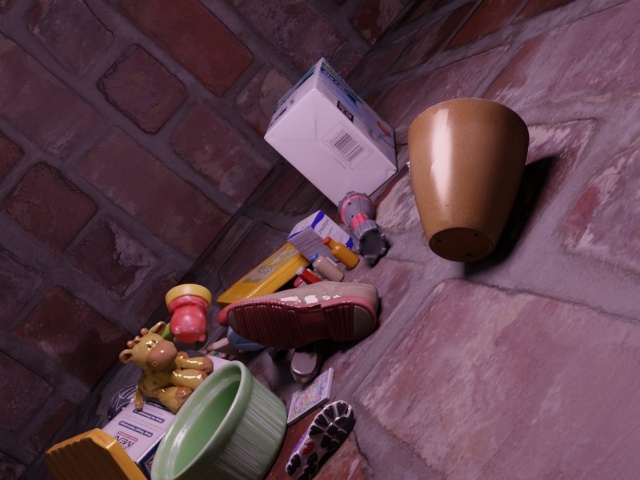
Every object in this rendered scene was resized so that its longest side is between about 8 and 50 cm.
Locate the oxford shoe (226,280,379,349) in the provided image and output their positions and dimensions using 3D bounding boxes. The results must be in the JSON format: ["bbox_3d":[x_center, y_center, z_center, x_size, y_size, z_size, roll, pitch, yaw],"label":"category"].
[{"bbox_3d":[-0.036,0.157,1.456,0.348,0.123,0.130,-2,26,17],"label":"oxford shoe"}]

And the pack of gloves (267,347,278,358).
[{"bbox_3d":[-0.079,0.195,1.608,0.195,0.046,0.232,-54,-6,-12],"label":"pack of gloves"}]

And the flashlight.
[{"bbox_3d":[0.111,-0.047,1.710,0.103,0.103,0.304,-44,16,8],"label":"flashlight"}]

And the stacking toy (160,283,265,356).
[{"bbox_3d":[-0.286,0.267,1.773,0.279,0.309,0.130,-58,31,39],"label":"stacking toy"}]

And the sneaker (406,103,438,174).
[{"bbox_3d":[0.284,-0.241,1.680,0.169,0.108,0.292,-41,20,18],"label":"sneaker"}]

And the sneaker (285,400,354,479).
[{"bbox_3d":[-0.009,0.357,1.198,0.170,0.068,0.071,-50,11,1],"label":"sneaker"}]

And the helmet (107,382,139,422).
[{"bbox_3d":[-0.580,0.530,2.066,0.169,0.161,0.169,-48,7,8],"label":"helmet"}]

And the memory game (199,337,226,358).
[{"bbox_3d":[-0.338,0.354,2.032,0.186,0.012,0.186,-29,13,8],"label":"memory game"}]

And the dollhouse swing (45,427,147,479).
[{"bbox_3d":[-0.453,0.594,1.257,0.347,0.305,0.315,-28,23,42],"label":"dollhouse swing"}]

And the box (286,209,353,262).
[{"bbox_3d":[0.000,0.000,1.820,0.126,0.137,0.072,-28,26,50],"label":"box"}]

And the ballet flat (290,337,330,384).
[{"bbox_3d":[-0.013,0.228,1.496,0.249,0.084,0.058,-70,-17,-49],"label":"ballet flat"}]

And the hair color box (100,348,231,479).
[{"bbox_3d":[-0.367,0.430,1.620,0.174,0.105,0.347,8,35,35],"label":"hair color box"}]

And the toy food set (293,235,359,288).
[{"bbox_3d":[-0.013,0.075,1.748,0.232,0.104,0.111,-24,30,55],"label":"toy food set"}]

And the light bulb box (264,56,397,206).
[{"bbox_3d":[0.042,-0.336,2.065,0.225,0.358,0.361,-40,20,23],"label":"light bulb box"}]

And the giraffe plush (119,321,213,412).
[{"bbox_3d":[-0.384,0.293,1.581,0.210,0.170,0.181,-6,30,14],"label":"giraffe plush"}]

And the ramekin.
[{"bbox_3d":[-0.209,0.424,1.408,0.303,0.148,0.303,-44,17,17],"label":"ramekin"}]

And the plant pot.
[{"bbox_3d":[0.273,-0.095,1.247,0.237,0.237,0.254,-30,40,48],"label":"plant pot"}]

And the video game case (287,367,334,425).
[{"bbox_3d":[-0.021,0.328,1.380,0.122,0.011,0.087,-40,19,28],"label":"video game case"}]

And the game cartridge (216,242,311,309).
[{"bbox_3d":[-0.155,0.103,1.995,0.324,0.052,0.285,-37,11,-21],"label":"game cartridge"}]
